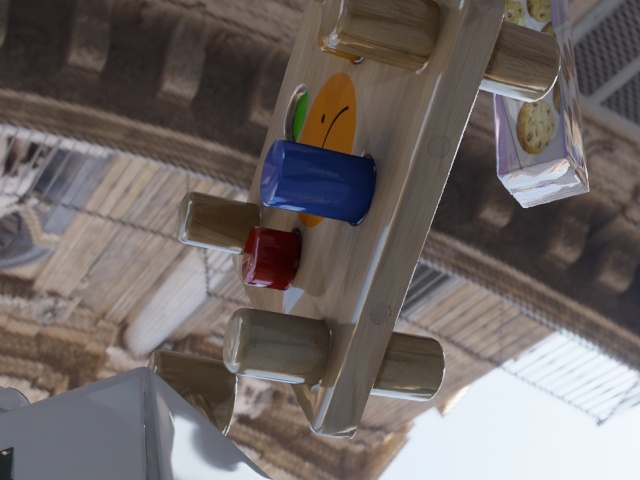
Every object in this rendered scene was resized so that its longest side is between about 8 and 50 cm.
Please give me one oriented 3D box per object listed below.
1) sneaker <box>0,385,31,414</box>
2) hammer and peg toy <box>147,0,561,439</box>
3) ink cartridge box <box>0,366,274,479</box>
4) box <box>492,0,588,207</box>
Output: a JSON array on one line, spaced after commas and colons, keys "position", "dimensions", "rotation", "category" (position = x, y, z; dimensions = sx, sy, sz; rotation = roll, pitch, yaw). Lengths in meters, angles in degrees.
[{"position": [-0.272, 0.264, 0.986], "dimensions": [0.099, 0.262, 0.121], "rotation": [-16, -154, -4], "category": "sneaker"}, {"position": [0.000, 0.000, 0.683], "dimensions": [0.127, 0.361, 0.266], "rotation": [12, -162, -20], "category": "hammer and peg toy"}, {"position": [-0.126, 0.147, 0.472], "dimensions": [0.153, 0.208, 0.087], "rotation": [57, -161, -51], "category": "ink cartridge box"}, {"position": [0.193, -0.185, 1.028], "dimensions": [0.063, 0.067, 0.324], "rotation": [42, -137, -49], "category": "box"}]
